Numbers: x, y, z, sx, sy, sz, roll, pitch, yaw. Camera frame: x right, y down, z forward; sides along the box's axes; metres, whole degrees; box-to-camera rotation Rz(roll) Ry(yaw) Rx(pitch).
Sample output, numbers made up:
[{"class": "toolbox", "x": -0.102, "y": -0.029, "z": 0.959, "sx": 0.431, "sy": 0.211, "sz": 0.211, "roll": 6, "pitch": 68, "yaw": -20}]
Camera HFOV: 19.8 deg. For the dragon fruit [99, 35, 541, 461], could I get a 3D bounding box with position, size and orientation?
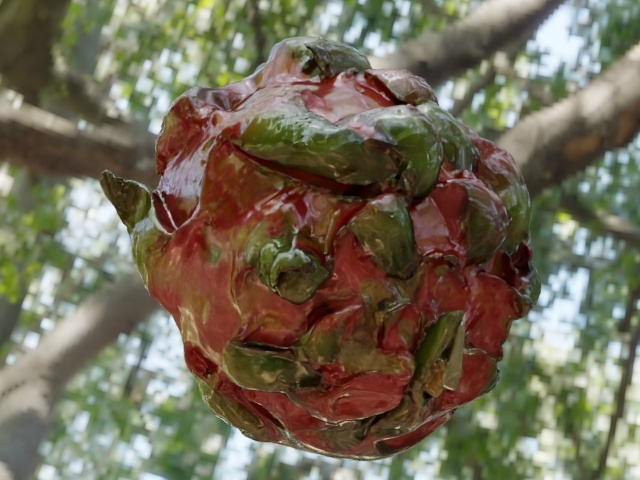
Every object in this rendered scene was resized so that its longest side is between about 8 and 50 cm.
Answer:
[{"class": "dragon fruit", "x": 0.011, "y": -0.004, "z": 1.142, "sx": 0.237, "sy": 0.303, "sz": 0.231, "roll": -24, "pitch": -60, "yaw": 16}]
